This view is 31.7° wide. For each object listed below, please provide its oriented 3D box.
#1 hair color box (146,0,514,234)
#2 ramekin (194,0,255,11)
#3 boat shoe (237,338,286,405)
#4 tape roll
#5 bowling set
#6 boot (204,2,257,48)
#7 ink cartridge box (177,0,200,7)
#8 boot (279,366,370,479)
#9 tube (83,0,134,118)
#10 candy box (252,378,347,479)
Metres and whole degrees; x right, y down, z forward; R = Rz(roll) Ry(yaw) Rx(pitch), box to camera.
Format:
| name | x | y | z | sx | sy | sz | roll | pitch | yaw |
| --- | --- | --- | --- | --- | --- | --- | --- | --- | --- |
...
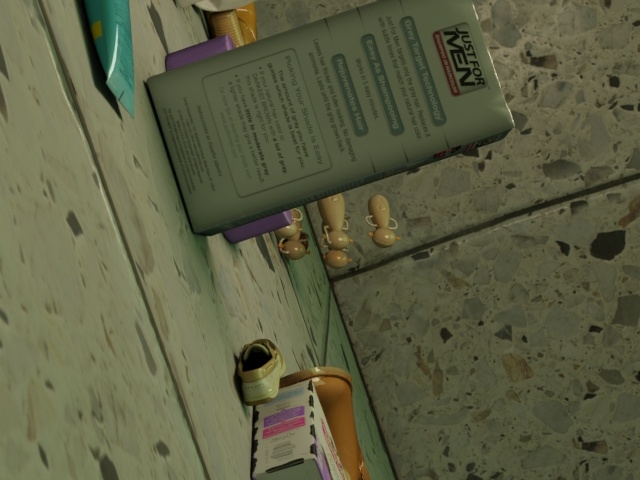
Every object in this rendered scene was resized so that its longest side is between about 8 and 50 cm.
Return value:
| name | x | y | z | sx | sy | sz | roll | pitch | yaw |
| --- | --- | --- | --- | --- | --- | --- | --- | --- | --- |
| hair color box | 0.012 | -0.150 | 1.291 | 0.113 | 0.374 | 0.185 | 32 | 40 | -86 |
| ramekin | -0.150 | -0.555 | 2.084 | 0.127 | 0.273 | 0.273 | 60 | 0 | 12 |
| boat shoe | -0.067 | 0.135 | 1.255 | 0.135 | 0.050 | 0.045 | -100 | 176 | -72 |
| tape roll | -0.123 | -0.138 | 1.546 | 0.275 | 0.090 | 0.275 | -18 | 90 | -88 |
| bowling set | 0.000 | 0.000 | 2.263 | 0.200 | 0.287 | 0.154 | 117 | -25 | -43 |
| boot | -0.171 | -0.397 | 2.324 | 0.295 | 0.104 | 0.211 | -92 | 169 | -63 |
| ink cartridge box | -0.193 | -0.514 | 1.753 | 0.233 | 0.168 | 0.171 | 65 | 7 | -68 |
| boot | 0.008 | 0.293 | 1.398 | 0.283 | 0.109 | 0.220 | 81 | -3 | -60 |
| tube | -0.199 | -0.222 | 1.054 | 0.080 | 0.052 | 0.207 | 50 | 27 | -70 |
| candy box | -0.014 | 0.267 | 1.217 | 0.196 | 0.070 | 0.165 | -97 | 169 | -73 |
